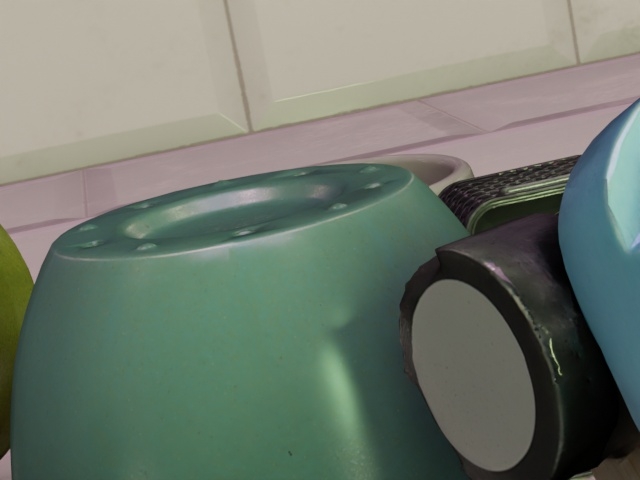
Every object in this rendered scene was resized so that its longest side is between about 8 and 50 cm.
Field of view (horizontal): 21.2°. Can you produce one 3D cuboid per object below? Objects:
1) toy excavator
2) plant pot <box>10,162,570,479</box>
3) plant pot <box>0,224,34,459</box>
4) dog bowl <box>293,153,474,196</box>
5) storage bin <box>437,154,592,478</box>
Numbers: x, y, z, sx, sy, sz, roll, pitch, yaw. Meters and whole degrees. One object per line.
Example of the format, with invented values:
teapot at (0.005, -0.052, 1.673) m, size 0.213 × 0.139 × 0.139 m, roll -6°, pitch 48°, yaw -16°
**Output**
toy excavator at (0.265, 0.090, 0.542) m, size 0.222 × 0.433 × 0.445 m, roll -17°, pitch -15°, yaw -28°
plant pot at (-0.023, 0.094, 0.855) m, size 0.293 × 0.235 × 0.293 m, roll -11°, pitch 11°, yaw 2°
plant pot at (-0.364, 0.078, 1.088) m, size 0.366 × 0.366 × 0.353 m, roll -7°, pitch 1°, yaw 21°
dog bowl at (0.000, 0.000, 1.629) m, size 0.348 × 0.102 × 0.349 m, roll -11°, pitch 12°, yaw 2°
storage bin at (0.147, 0.047, 1.056) m, size 0.122 × 0.180 × 0.084 m, roll -13°, pitch 11°, yaw -9°
